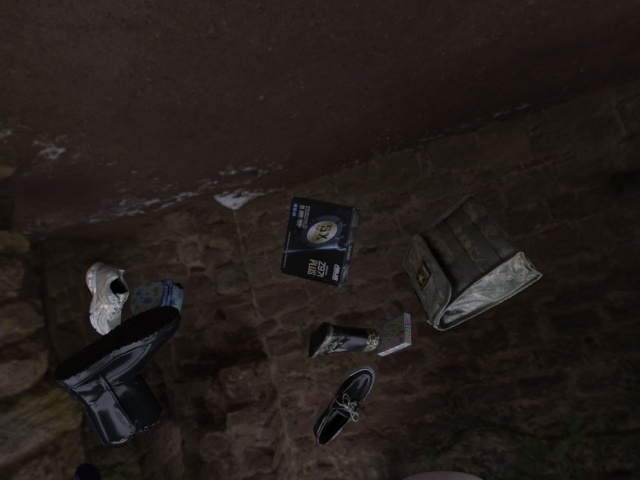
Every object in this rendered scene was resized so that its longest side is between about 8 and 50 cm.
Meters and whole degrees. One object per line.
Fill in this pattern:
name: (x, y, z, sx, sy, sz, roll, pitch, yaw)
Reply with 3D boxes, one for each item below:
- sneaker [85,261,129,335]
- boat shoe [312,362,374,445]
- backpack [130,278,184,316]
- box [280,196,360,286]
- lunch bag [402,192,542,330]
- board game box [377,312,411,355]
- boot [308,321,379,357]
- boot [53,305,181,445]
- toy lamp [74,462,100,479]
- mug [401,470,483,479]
sneaker: (-0.691, 0.204, 1.395, 0.120, 0.263, 0.099, 4, -161, 15)
boat shoe: (0.081, 0.557, 1.427, 0.306, 0.113, 0.105, -47, -169, 2)
backpack: (-0.369, 0.148, 0.938, 0.104, 0.115, 0.084, -8, 158, 14)
box: (0.000, 0.000, 0.968, 0.147, 0.180, 0.077, 13, -173, 16)
lunch bag: (0.351, 0.063, 1.076, 0.287, 0.235, 0.169, -41, 130, 20)
board game box: (0.245, 0.317, 1.411, 0.026, 0.104, 0.154, 20, 145, -21)
boot: (0.064, 0.321, 1.313, 0.178, 0.085, 0.236, 8, 151, -13)
boot: (-0.366, 0.272, 0.849, 0.246, 0.207, 0.094, -33, -144, -27)
toy lamp: (-0.707, 0.725, 1.117, 0.275, 0.080, 0.080, -50, 175, 1)
mug: (0.317, 0.866, 1.175, 0.373, 0.328, 0.276, 7, 132, -3)
